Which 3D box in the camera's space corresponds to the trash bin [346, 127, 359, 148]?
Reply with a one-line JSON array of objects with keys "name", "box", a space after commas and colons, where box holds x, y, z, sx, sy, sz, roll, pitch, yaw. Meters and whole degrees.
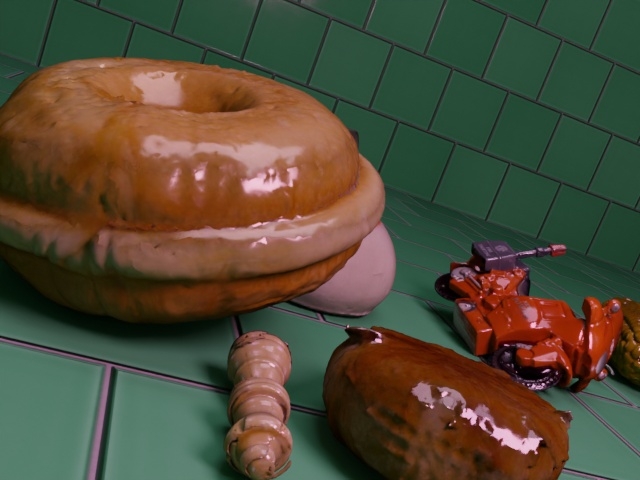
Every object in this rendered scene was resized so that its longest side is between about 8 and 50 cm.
[{"name": "trash bin", "box": [-0.126, -0.137, 1.197, 0.343, 0.158, 0.223, 11, 9, 14]}]

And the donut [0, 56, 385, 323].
[{"name": "donut", "box": [-0.146, -0.070, 0.756, 0.448, 0.198, 0.449, 5, 24, -2]}]

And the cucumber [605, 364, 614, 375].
[{"name": "cucumber", "box": [0.355, 0.150, 1.142, 0.056, 0.056, 0.250, 9, 14, -45]}]

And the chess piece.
[{"name": "chess piece", "box": [-0.047, 0.129, 0.551, 0.060, 0.060, 0.172, 19, 14, -10]}]

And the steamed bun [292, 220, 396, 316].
[{"name": "steamed bun", "box": [0.000, 0.000, 0.986, 0.231, 0.145, 0.232, 20, 11, -4]}]

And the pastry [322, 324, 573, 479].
[{"name": "pastry", "box": [0.111, 0.152, 0.601, 0.218, 0.100, 0.229, 19, 6, -29]}]

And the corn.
[{"name": "corn", "box": [0.550, 0.170, 1.246, 0.120, 0.121, 0.363, 23, 8, 12]}]

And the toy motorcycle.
[{"name": "toy motorcycle", "box": [0.307, 0.108, 1.039, 0.221, 0.148, 0.326, -5, 27, -9]}]
